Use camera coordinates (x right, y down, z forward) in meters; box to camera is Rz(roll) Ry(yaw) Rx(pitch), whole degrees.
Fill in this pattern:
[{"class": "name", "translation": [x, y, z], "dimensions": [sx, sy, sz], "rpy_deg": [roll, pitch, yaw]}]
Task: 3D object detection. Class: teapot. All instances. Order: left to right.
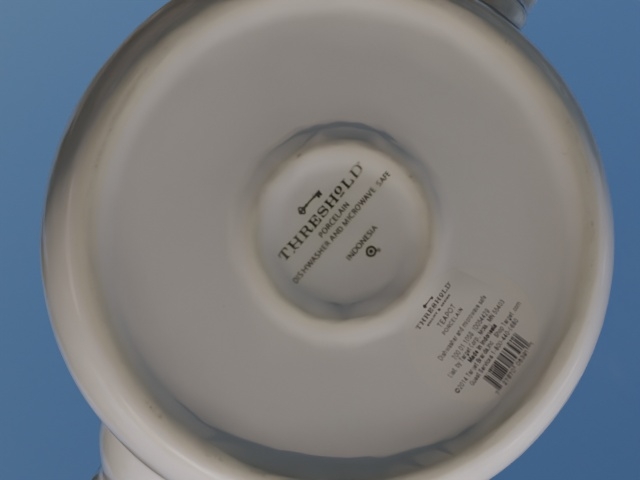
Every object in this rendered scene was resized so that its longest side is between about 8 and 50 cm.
[{"class": "teapot", "translation": [0.000, 0.000, 0.632], "dimensions": [0.256, 0.252, 0.187], "rpy_deg": [-8, 177, -7]}]
